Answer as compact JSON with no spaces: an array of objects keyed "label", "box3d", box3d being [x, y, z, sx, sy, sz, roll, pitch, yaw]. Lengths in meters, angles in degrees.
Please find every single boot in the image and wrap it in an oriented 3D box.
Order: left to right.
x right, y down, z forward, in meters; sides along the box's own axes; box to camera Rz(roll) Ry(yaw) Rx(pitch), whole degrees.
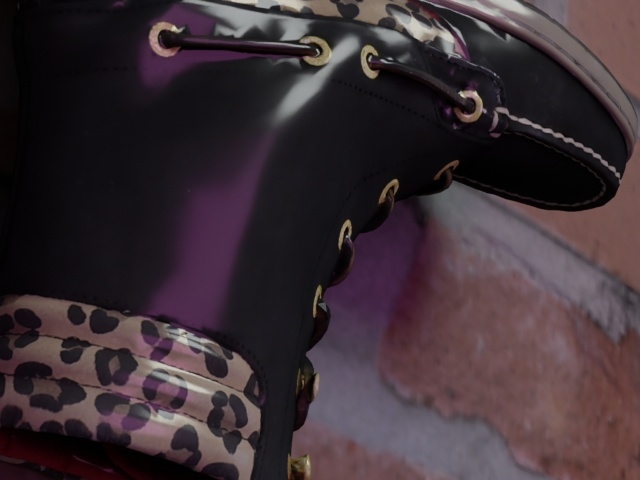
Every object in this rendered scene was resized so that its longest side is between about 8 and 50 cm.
[{"label":"boot","box3d":[-0.002,0.000,0.548,0.236,0.085,0.178,22,66,-35]}]
